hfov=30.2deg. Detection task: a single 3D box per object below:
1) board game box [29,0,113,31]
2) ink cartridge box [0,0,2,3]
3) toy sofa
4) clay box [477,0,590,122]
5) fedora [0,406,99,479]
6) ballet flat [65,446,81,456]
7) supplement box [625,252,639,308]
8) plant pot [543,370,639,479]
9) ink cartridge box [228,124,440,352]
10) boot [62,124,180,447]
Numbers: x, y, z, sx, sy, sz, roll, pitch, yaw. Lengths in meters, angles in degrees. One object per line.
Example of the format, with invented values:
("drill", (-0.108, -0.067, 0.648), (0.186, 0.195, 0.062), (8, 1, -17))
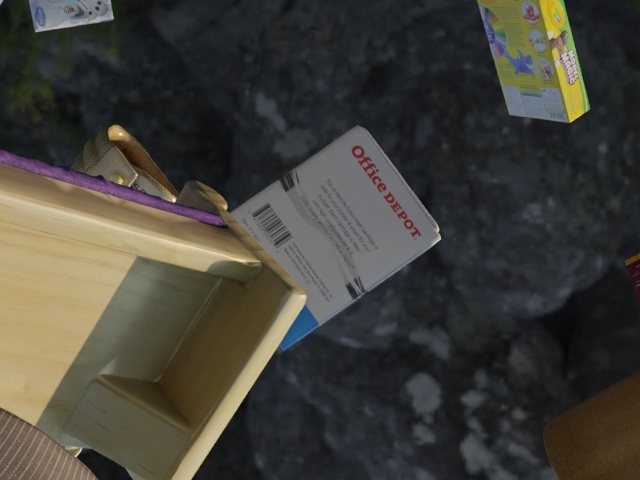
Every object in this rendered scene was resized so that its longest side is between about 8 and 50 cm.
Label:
("board game box", (-0.288, -0.288, 1.343), (0.090, 0.090, 0.020), (-11, -173, -14))
("ink cartridge box", (-0.292, -0.208, 0.612), (0.270, 0.395, 0.151), (26, -166, -44))
("toy sofa", (-0.199, 0.007, 0.549), (0.363, 0.150, 0.177), (17, -160, -48))
("clay box", (0.304, -0.284, 1.711), (0.127, 0.053, 0.222), (17, 133, 53))
("fedora", (-0.174, 0.135, 0.443), (0.276, 0.124, 0.243), (23, 127, -25))
("ballet flat", (-0.248, 0.189, 1.048), (0.070, 0.070, 0.188), (2, -161, 20))
("supplement box", (0.313, 0.052, 1.065), (0.043, 0.083, 0.055), (-30, 128, 24))
("plant pot", (0.402, 0.204, 1.214), (0.254, 0.237, 0.237), (-44, 139, 18))
("ink cartridge box", (0.000, 0.000, 1.233), (0.203, 0.148, 0.086), (-34, 174, -8))
("boot", (-0.187, 0.035, 0.898), (0.203, 0.262, 0.095), (-40, 126, 8))
